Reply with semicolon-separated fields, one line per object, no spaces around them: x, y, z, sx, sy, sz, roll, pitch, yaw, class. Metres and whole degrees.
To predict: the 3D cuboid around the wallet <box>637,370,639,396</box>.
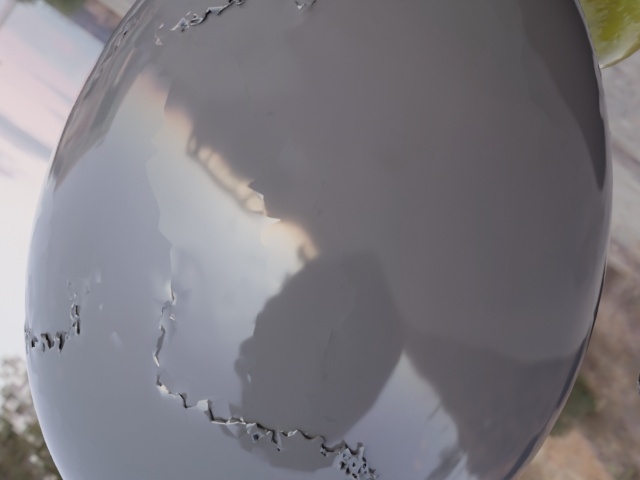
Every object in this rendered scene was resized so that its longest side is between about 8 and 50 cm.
0.287;0.071;1.011;0.156;0.082;0.018;-4;145;38;wallet

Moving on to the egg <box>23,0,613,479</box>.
0.000;0.000;0.399;0.146;0.199;0.146;12;-169;-2;egg

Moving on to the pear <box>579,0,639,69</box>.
0.174;-0.223;1.053;0.200;0.200;0.200;36;-175;-4;pear
